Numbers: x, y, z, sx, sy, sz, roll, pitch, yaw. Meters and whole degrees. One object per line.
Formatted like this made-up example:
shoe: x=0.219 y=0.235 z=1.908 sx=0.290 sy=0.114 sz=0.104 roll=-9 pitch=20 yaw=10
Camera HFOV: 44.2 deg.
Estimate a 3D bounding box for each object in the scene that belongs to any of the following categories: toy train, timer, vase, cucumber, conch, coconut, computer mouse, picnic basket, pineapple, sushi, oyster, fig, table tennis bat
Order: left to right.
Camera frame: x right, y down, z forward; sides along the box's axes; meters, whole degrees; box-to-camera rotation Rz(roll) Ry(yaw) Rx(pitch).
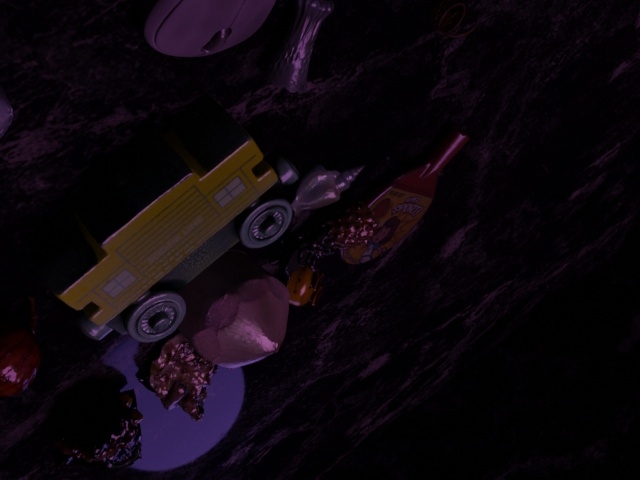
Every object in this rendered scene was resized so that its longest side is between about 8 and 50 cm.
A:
fig: x=-0.501 y=0.178 z=1.253 sx=0.150 sy=0.128 sz=0.128 roll=-73 pitch=-173 yaw=-54
sushi: x=-0.438 y=0.367 z=1.553 sx=0.172 sy=0.153 sz=0.150 roll=-5 pitch=159 yaw=-22
cucumber: x=-0.355 y=0.320 z=1.718 sx=0.033 sy=0.034 sz=0.135 roll=-37 pitch=152 yaw=0
toy train: x=-0.240 y=-0.028 z=1.243 sx=0.442 sy=0.179 sz=0.272 roll=-40 pitch=145 yaw=-5
oyster: x=-0.275 y=0.278 z=1.691 sx=0.223 sy=0.083 sz=0.214 roll=28 pitch=92 yaw=-55
computer mouse: x=-0.117 y=-0.348 z=0.998 sx=0.184 sy=0.121 sz=0.297 roll=-14 pitch=140 yaw=-44
coconut: x=-0.163 y=0.139 z=1.499 sx=0.224 sy=0.234 sz=0.224 roll=-27 pitch=147 yaw=-19
timer: x=-0.054 y=0.091 z=1.750 sx=0.107 sy=0.109 sz=0.107 roll=21 pitch=90 yaw=-79
vase: x=-0.031 y=-0.310 z=1.209 sx=0.081 sy=0.081 sz=0.149 roll=-9 pitch=134 yaw=-46
pineapple: x=0.000 y=0.000 z=1.664 sx=0.237 sy=0.111 sz=0.119 roll=-32 pitch=121 yaw=-9
conch: x=0.010 y=-0.106 z=1.557 sx=0.180 sy=0.065 sz=0.088 roll=-32 pitch=153 yaw=-2
table tennis bat: x=0.190 y=-0.098 z=1.828 sx=0.415 sy=0.051 sz=0.268 roll=-50 pitch=152 yaw=19
picnic basket: x=0.241 y=-0.398 z=1.426 sx=0.072 sy=0.083 sz=0.072 roll=-32 pitch=150 yaw=-21

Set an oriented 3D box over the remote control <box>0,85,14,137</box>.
remote control: x=-0.447 y=-0.175 z=0.886 sx=0.104 sy=0.052 sz=0.247 roll=-42 pitch=155 yaw=2
